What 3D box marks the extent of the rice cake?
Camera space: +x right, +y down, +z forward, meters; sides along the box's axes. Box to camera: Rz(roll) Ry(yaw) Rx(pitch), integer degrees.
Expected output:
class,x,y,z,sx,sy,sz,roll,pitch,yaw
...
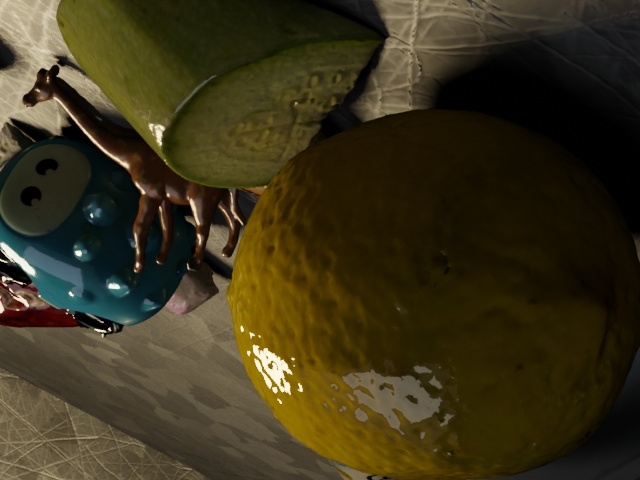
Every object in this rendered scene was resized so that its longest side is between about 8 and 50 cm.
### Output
class,x,y,z,sx,sy,sz,roll,pitch,yaw
rice cake,-0.277,-0.019,1.621,0.073,0.056,0.365,-38,119,22

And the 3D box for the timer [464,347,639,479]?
class,x,y,z,sx,sy,sz,roll,pitch,yaw
timer,0.284,0.205,1.077,0.173,0.395,0.395,59,152,-8

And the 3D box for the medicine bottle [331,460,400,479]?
class,x,y,z,sx,sy,sz,roll,pitch,yaw
medicine bottle,0.064,0.227,1.664,0.157,0.157,0.288,18,158,23

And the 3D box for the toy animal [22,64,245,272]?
class,x,y,z,sx,sy,sz,roll,pitch,yaw
toy animal,-0.200,-0.079,1.348,0.224,0.066,0.229,-3,108,7

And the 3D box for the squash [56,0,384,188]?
class,x,y,z,sx,sy,sz,roll,pitch,yaw
squash,-0.100,-0.160,1.063,0.204,0.155,0.237,-3,150,-31

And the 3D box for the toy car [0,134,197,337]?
class,x,y,z,sx,sy,sz,roll,pitch,yaw
toy car,-0.260,-0.011,1.464,0.255,0.188,0.190,36,153,-22

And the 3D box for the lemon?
class,x,y,z,sx,sy,sz,roll,pitch,yaw
lemon,0.092,0.047,1.018,0.336,0.336,0.336,24,159,10

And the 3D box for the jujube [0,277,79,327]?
class,x,y,z,sx,sy,sz,roll,pitch,yaw
jujube,-0.430,0.021,1.734,0.318,0.223,0.223,11,155,15

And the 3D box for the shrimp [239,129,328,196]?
class,x,y,z,sx,sy,sz,roll,pitch,yaw
shrimp,-0.112,-0.127,1.195,0.222,0.054,0.290,4,147,46
